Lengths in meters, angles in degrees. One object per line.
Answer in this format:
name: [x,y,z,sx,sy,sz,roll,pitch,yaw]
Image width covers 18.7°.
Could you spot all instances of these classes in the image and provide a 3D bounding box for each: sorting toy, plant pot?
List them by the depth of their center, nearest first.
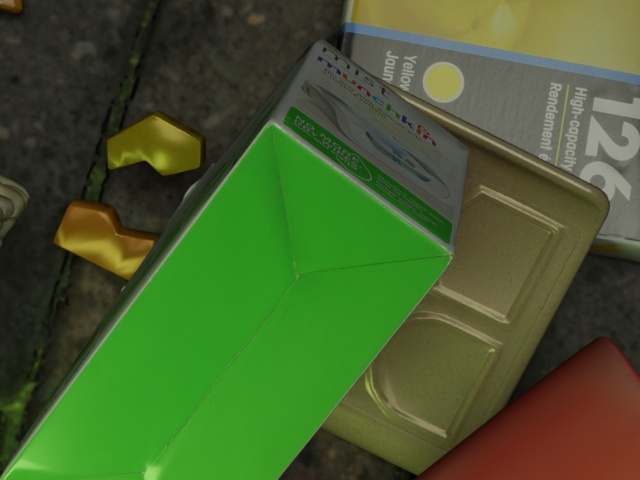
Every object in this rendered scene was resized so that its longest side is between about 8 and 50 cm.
plant pot: [0.127,0.231,1.123,0.243,0.275,0.275,-30,85,1]
sorting toy: [0.000,0.000,1.241,0.307,0.041,0.229,26,107,0]

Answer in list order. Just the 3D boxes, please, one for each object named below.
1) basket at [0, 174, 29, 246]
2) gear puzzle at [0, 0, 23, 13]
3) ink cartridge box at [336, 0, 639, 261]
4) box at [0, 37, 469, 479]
basket: [-0.375,0.011,1.070,0.331,0.328,0.266,36,97,-2]
gear puzzle: [-0.335,-0.251,1.283,0.339,0.044,0.175,38,80,1]
ink cartridge box: [0.168,-0.148,1.300,0.307,0.072,0.303,9,81,-1]
box: [-0.044,0.037,1.114,0.127,0.231,0.262,36,106,-4]
